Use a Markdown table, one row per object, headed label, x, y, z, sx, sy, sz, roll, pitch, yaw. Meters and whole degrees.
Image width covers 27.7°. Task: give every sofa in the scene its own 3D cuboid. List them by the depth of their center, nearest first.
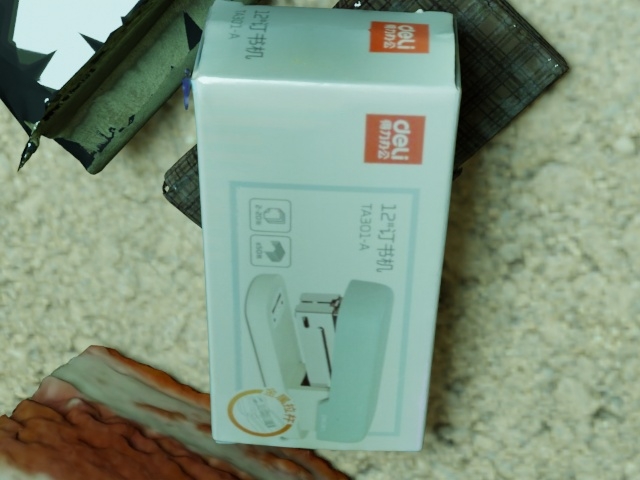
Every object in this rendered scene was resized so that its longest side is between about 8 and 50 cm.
| label | x | y | z | sx | sy | sz | roll | pitch | yaw |
| --- | --- | --- | --- | --- | --- | --- | --- | --- | --- |
| sofa | -0.160 | -0.189 | 0.714 | 0.258 | 0.182 | 0.200 | 43 | 99 | -5 |

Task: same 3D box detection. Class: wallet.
| label | x | y | z | sx | sy | sz | roll | pitch | yaw |
| --- | --- | --- | --- | --- | --- | --- | --- | --- | --- |
| wallet | 0.020 | -0.065 | 0.752 | 0.124 | 0.042 | 0.230 | 40 | 117 | -14 |

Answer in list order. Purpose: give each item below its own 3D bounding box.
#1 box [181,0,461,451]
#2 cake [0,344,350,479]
| label | x | y | z | sx | sy | sz | roll | pitch | yaw |
| --- | --- | --- | --- | --- | --- | --- | --- | --- | --- |
| box | 0.000 | 0.000 | 0.718 | 0.135 | 0.079 | 0.269 | 3 | 129 | 1 |
| cake | -0.120 | 0.258 | 0.780 | 0.270 | 0.319 | 0.269 | 26 | 114 | -2 |
